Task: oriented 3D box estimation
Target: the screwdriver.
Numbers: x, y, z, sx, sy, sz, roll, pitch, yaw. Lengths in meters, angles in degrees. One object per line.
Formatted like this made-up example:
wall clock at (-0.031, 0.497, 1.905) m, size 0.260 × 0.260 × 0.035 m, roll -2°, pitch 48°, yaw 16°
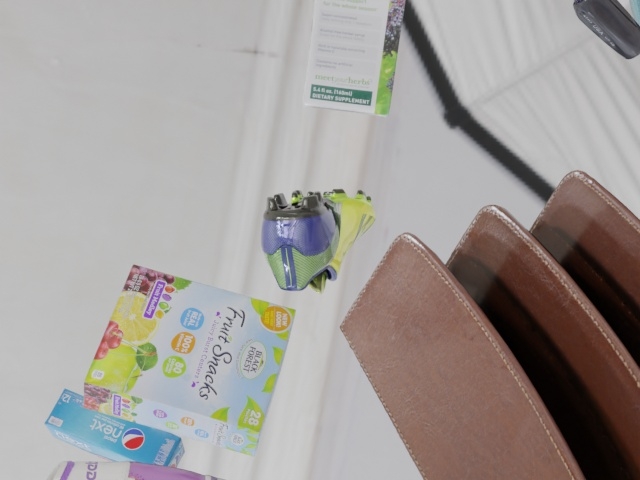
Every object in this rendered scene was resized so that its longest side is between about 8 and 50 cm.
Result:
screwdriver at (0.133, -0.170, 0.674) m, size 0.024 × 0.170 × 0.025 m, roll -46°, pitch 10°, yaw 13°

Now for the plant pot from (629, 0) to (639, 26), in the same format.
plant pot at (0.487, -0.236, 0.926) m, size 0.334 × 0.341 × 0.341 m, roll -31°, pitch -50°, yaw -8°

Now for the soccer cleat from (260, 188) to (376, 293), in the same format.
soccer cleat at (-0.001, 0.000, 1.351) m, size 0.289 × 0.093 × 0.121 m, roll -15°, pitch -77°, yaw -73°

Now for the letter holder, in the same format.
letter holder at (0.176, 0.100, 0.855) m, size 0.152 × 0.302 × 0.214 m, roll 5°, pitch -51°, yaw -34°

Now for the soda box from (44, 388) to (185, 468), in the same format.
soda box at (-0.325, 0.312, 1.800) m, size 0.071 × 0.210 × 0.067 m, roll 91°, pitch -157°, yaw -62°

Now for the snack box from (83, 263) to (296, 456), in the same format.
snack box at (-0.149, 0.137, 1.325) m, size 0.070 × 0.207 × 0.174 m, roll 107°, pitch 179°, yaw -52°

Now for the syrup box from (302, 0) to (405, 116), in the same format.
syrup box at (0.041, -0.259, 1.190) m, size 0.096 × 0.093 × 0.237 m, roll -86°, pitch 3°, yaw -68°

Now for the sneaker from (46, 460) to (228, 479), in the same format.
sneaker at (-0.159, 0.275, 0.751) m, size 0.102 × 0.161 × 0.282 m, roll -132°, pitch 54°, yaw -78°
